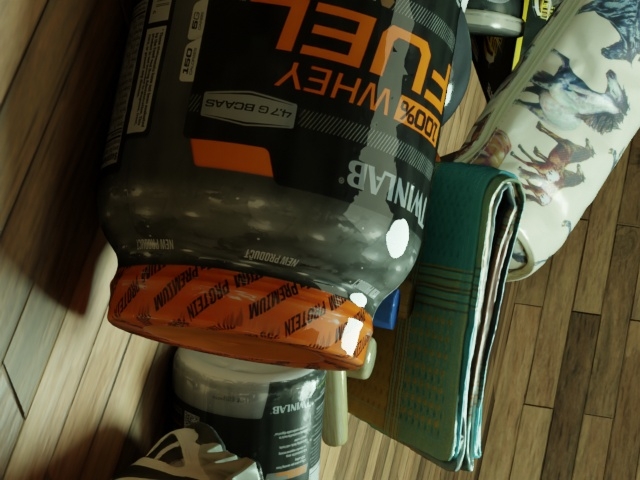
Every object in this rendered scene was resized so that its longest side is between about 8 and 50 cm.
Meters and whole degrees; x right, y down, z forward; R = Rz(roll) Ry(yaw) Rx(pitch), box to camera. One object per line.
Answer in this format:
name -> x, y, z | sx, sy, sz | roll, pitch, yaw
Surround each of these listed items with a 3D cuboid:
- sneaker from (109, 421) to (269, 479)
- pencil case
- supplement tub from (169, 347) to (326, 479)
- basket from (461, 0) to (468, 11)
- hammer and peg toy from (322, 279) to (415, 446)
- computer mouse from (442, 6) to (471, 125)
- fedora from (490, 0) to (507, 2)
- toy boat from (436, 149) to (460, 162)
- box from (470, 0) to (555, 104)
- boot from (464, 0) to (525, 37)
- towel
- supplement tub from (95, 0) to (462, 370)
sneaker -> -0.117, 0.195, 1.187 | 0.330, 0.146, 0.122 | 151, -77, -78
pencil case -> 0.262, -0.142, 2.069 | 0.183, 0.160, 0.410 | 44, 68, -22
supplement tub -> -0.058, 0.171, 1.389 | 0.117, 0.117, 0.190 | -52, 149, -68
basket -> 0.088, -0.249, 1.838 | 0.113, 0.103, 0.167 | 86, 18, -47
hammer and peg toy -> 0.000, 0.000, 1.533 | 0.361, 0.127, 0.265 | -47, 145, -70
computer mouse -> 0.060, -0.207, 1.474 | 0.188, 0.072, 0.272 | 86, -19, -59
fedora -> 0.098, -0.353, 1.713 | 0.275, 0.124, 0.243 | 62, 35, -42
toy boat -> 0.135, -0.055, 2.191 | 0.151, 0.151, 0.231 | 57, 30, -24
box -> 0.271, -0.315, 2.474 | 0.322, 0.079, 0.257 | -98, -166, -60
boot -> 0.194, -0.392, 2.163 | 0.377, 0.138, 0.284 | -55, 152, -73
towel -> 0.087, 0.056, 1.757 | 0.370, 0.040, 0.271 | -166, -95, -71
supplement tub -> -0.023, -0.098, 1.151 | 0.207, 0.207, 0.338 | 49, 50, -75
